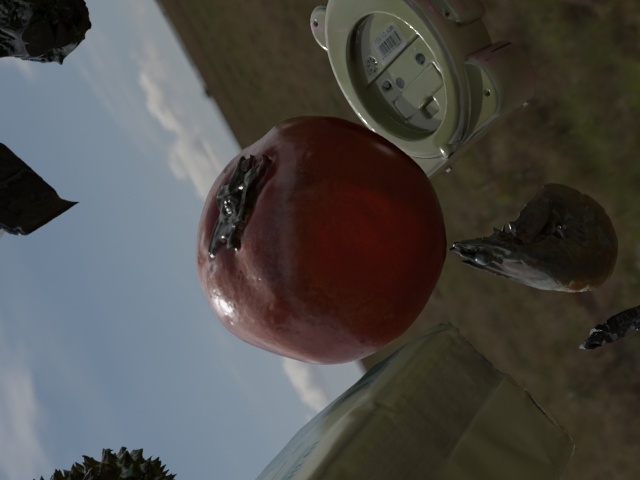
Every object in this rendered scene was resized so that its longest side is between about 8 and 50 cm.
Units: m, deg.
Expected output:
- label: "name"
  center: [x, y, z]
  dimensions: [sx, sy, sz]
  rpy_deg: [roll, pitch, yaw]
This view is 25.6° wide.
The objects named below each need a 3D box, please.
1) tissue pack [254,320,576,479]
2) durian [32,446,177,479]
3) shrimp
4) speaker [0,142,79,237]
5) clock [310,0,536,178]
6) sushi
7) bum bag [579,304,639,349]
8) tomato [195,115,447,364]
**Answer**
- label: "tissue pack"
  center: [0.024, 0.282, 1.249]
  dimensions: [0.207, 0.297, 0.380]
  rpy_deg: [46, -143, 1]
- label: "durian"
  center: [-0.254, 0.372, 1.582]
  dimensions: [0.291, 0.291, 0.224]
  rpy_deg: [62, 165, 4]
- label: "shrimp"
  center: [0.326, -0.008, 2.097]
  dimensions: [0.062, 0.317, 0.164]
  rpy_deg: [-20, 69, 56]
- label: "speaker"
  center: [-0.585, 0.007, 2.309]
  dimensions: [0.184, 0.388, 0.180]
  rpy_deg: [47, -143, 2]
- label: "clock"
  center: [0.134, -0.261, 2.020]
  dimensions: [0.309, 0.114, 0.284]
  rpy_deg: [56, 144, 6]
- label: "sushi"
  center: [-0.416, -0.316, 1.873]
  dimensions: [0.225, 0.124, 0.127]
  rpy_deg: [10, -143, -45]
- label: "bum bag"
  center: [0.424, 0.123, 2.007]
  dimensions: [0.034, 0.124, 0.058]
  rpy_deg: [63, 180, 5]
- label: "tomato"
  center: [0.000, 0.000, 1.864]
  dimensions: [0.290, 0.325, 0.293]
  rpy_deg: [26, 167, -26]
